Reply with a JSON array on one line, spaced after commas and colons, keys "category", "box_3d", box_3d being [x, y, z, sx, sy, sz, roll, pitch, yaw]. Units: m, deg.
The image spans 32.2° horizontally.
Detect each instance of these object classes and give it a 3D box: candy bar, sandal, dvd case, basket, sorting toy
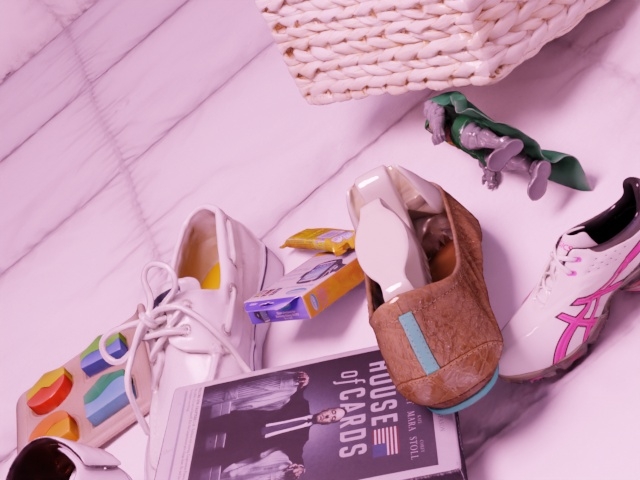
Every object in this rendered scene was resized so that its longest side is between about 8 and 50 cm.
[{"category": "candy bar", "box_3d": [0.000, 0.000, 1.143, 0.040, 0.018, 0.161, -26, 11, -19]}, {"category": "sandal", "box_3d": [-0.240, 0.209, 0.965, 0.102, 0.265, 0.076, -9, 80, 28]}, {"category": "dvd case", "box_3d": [-0.011, 0.154, 0.871, 0.239, 0.029, 0.179, -14, 27, 8]}, {"category": "basket", "box_3d": [0.120, -0.329, 1.151, 0.331, 0.266, 0.328, -37, 23, -31]}, {"category": "sorting toy", "box_3d": [-0.269, 0.175, 1.245, 0.208, 0.038, 0.193, -39, 29, 5]}]

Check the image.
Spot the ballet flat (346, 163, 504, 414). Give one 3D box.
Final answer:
[{"category": "ballet flat", "box_3d": [0.071, 0.009, 0.922, 0.116, 0.124, 0.342, -30, 21, 14]}]

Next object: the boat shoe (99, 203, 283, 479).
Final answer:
[{"category": "boat shoe", "box_3d": [-0.129, 0.087, 1.072, 0.136, 0.156, 0.367, -25, 33, 27]}]

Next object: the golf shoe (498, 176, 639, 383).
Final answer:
[{"category": "golf shoe", "box_3d": [0.192, 0.028, 0.843, 0.186, 0.086, 0.067, -43, 30, 3]}]

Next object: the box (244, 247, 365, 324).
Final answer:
[{"category": "box", "box_3d": [-0.010, 0.045, 1.069, 0.081, 0.028, 0.136, -9, 19, 44]}]

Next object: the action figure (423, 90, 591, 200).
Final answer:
[{"category": "action figure", "box_3d": [0.149, -0.097, 1.057, 0.063, 0.137, 0.232, -53, 20, 5]}]
